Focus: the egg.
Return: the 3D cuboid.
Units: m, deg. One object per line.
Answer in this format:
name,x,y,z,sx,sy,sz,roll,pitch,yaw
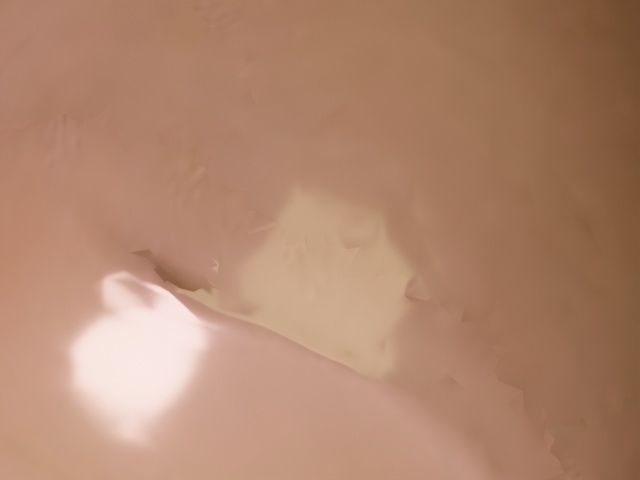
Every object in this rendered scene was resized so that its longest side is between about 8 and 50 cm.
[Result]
egg,0.000,0.000,0.499,0.283,0.283,0.345,20,58,-4
